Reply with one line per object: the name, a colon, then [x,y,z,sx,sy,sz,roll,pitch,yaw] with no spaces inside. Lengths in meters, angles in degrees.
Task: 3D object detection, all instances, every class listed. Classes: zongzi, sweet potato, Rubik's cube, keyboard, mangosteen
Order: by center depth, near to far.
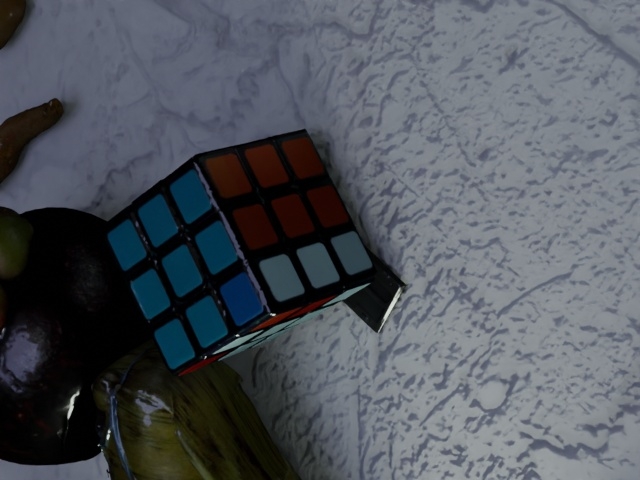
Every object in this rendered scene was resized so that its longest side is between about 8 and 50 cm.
Rubik's cube: [-0.074,0.010,1.490,0.162,0.163,0.160,-33,80,39]
zongzi: [-0.049,0.261,1.523,0.360,0.160,0.322,13,125,37]
keyboard: [0.000,0.000,1.538,0.202,0.011,0.067,44,126,24]
mangosteen: [-0.295,0.097,1.630,0.233,0.288,0.287,42,124,19]
sweet potato: [-0.341,-0.106,1.778,0.214,0.050,0.050,-36,77,36]

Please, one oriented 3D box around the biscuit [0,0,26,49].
biscuit: [-0.460,-0.292,1.824,0.237,0.062,0.290,-46,72,36]
